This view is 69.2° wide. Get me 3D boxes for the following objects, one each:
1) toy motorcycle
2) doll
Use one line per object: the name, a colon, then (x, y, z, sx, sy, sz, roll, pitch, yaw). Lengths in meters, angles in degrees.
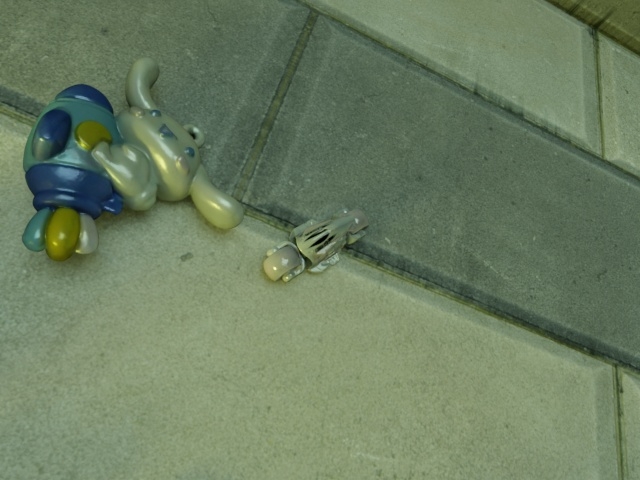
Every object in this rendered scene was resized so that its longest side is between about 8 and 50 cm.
toy motorcycle: (0.000, 0.000, 0.924, 0.254, 0.112, 0.112, -29, 80, -29)
doll: (-0.356, -0.146, 0.801, 0.366, 0.187, 0.376, -26, 60, -37)
